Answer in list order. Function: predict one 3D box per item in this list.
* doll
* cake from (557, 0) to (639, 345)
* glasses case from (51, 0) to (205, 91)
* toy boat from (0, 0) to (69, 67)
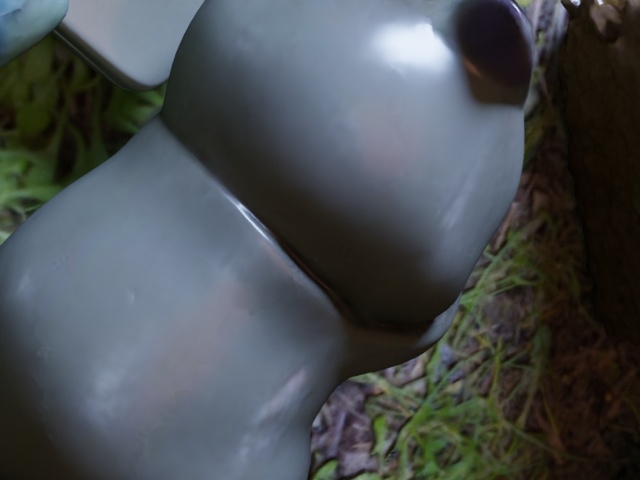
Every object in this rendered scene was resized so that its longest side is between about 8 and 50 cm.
[{"bbox_3d":[-0.044,0.010,0.733,0.370,0.215,0.226,-42,131,4],"label":"doll"},{"bbox_3d":[0.329,-0.064,0.877,0.290,0.255,0.282,-15,107,-15],"label":"cake"},{"bbox_3d":[-0.055,-0.240,0.784,0.131,0.070,0.313,41,84,-24],"label":"glasses case"},{"bbox_3d":[-0.301,-0.131,0.674,0.329,0.123,0.215,-18,77,-17],"label":"toy boat"}]
